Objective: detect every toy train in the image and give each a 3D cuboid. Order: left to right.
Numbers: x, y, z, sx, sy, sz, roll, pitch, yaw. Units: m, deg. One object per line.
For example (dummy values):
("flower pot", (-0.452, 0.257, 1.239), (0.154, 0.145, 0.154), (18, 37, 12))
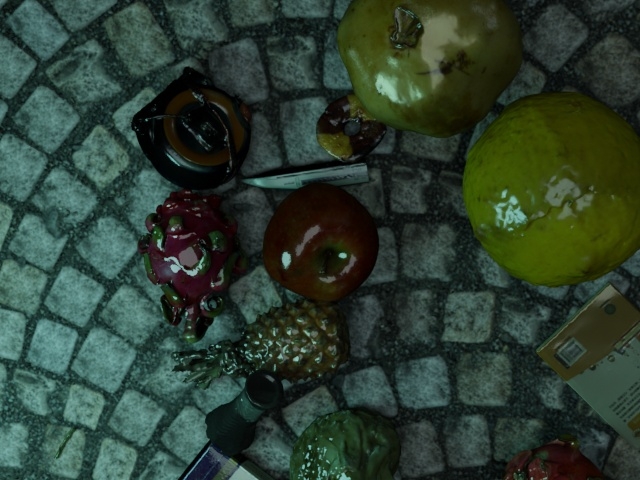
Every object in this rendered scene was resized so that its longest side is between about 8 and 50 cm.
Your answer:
("toy train", (-0.030, -0.122, 1.865), (0.252, 0.055, 0.048), (-7, 106, 5))

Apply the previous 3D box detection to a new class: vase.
("vase", (-0.145, 0.333, 1.836), (0.115, 0.115, 0.237), (34, 142, -1))

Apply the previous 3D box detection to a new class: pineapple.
("pineapple", (-0.121, 0.215, 1.861), (0.361, 0.175, 0.175), (-11, 97, 8))

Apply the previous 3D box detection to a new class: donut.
("donut", (0.061, -0.215, 1.829), (0.141, 0.059, 0.140), (-1, 81, 4))

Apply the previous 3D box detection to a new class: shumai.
("shumai", (0.047, 0.464, 1.859), (0.189, 0.218, 0.256), (41, 98, -11))

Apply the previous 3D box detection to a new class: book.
("book", (0.614, 0.256, 1.891), (0.295, 0.020, 0.208), (45, 98, -3))

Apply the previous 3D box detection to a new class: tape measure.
("tape measure", (-0.241, -0.207, 1.800), (0.223, 0.135, 0.202), (44, 63, 0))

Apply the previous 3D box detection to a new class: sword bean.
("sword bean", (-0.546, 0.431, 1.987), (0.012, 0.012, 0.083), (32, 99, -1))

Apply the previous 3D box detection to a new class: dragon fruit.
("dragon fruit", (-0.256, 0.040, 1.843), (0.219, 0.198, 0.272), (10, 123, -9))
("dragon fruit", (0.460, 0.505, 1.841), (0.224, 0.224, 0.227), (-42, 99, 7))

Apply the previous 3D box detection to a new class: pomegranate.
("pomegranate", (0.201, -0.354, 1.700), (0.333, 0.332, 0.332), (0, 97, 3))

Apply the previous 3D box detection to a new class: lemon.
("lemon", (0.426, -0.101, 1.697), (0.350, 0.387, 0.349), (-4, 142, -3))

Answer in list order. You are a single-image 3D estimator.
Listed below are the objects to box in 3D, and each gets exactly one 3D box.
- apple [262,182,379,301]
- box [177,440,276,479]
("apple", (0.000, 0.000, 1.803), (0.230, 0.230, 0.229), (0, 97, 3))
("box", (-0.174, 0.548, 1.950), (0.259, 0.071, 0.168), (39, 98, -2))
